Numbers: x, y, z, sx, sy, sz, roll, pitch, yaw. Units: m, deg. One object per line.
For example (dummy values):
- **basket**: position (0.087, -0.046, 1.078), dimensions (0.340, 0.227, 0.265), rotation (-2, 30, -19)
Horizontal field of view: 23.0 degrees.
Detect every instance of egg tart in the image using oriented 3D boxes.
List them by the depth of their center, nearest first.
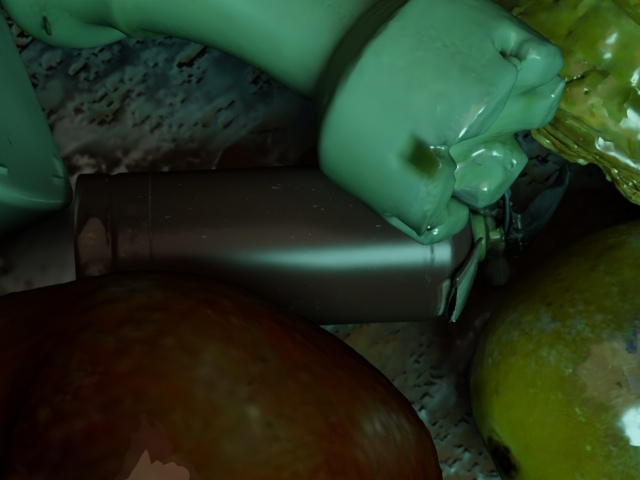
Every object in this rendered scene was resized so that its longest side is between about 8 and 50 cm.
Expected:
- **egg tart**: position (0.188, -0.114, 0.884), dimensions (0.213, 0.090, 0.212), rotation (15, 47, -17)

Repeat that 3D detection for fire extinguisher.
- **fire extinguisher**: position (0.000, 0.000, 0.880), dimensions (0.269, 0.105, 0.104), rotation (-2, 80, -4)

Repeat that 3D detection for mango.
- **mango**: position (0.234, 0.083, 0.869), dimensions (0.316, 0.146, 0.192), rotation (1, 80, -18)

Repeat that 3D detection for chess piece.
- **chess piece**: position (-0.023, -0.130, 0.823), dimensions (0.299, 0.194, 0.194), rotation (38, 79, 20)

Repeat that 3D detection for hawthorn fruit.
- **hawthorn fruit**: position (-0.074, 0.148, 0.755), dimensions (0.311, 0.295, 0.295), rotation (-29, 82, -43)

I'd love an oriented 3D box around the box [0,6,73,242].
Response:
- **box**: position (-0.236, -0.080, 0.850), dimensions (0.129, 0.148, 0.210), rotation (-25, 82, 12)
